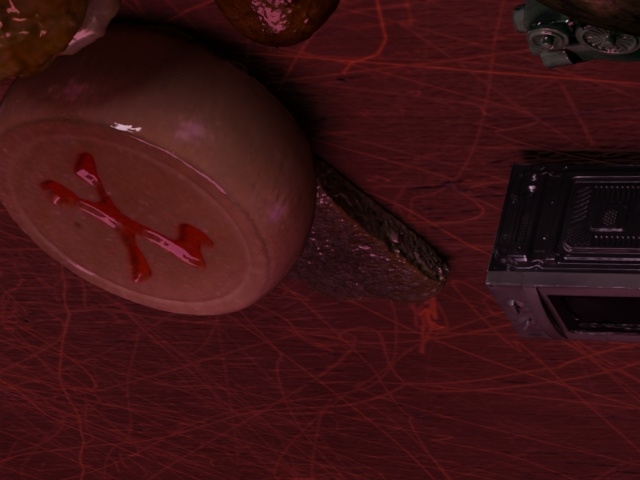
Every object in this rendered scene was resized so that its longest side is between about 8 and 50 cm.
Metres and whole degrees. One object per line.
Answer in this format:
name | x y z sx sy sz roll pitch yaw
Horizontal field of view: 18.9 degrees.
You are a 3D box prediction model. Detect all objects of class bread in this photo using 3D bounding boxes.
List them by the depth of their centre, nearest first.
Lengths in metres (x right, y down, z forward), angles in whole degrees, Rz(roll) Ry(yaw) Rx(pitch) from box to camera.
bread | 0.000 0.000 2.128 0.286 0.056 0.207 36 147 -32

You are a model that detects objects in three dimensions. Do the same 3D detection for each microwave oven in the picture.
microwave oven | 0.283 0.009 1.850 0.208 0.162 0.122 1 151 27

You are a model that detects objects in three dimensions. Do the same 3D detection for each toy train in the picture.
toy train | 0.251 -0.185 1.596 0.178 0.071 0.104 -4 158 34

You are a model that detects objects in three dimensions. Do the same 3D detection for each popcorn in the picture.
popcorn | -0.283 -0.234 1.668 0.221 0.204 0.184 13 158 41

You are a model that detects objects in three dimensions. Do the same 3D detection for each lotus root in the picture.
lotus root | -0.061 -0.243 1.637 0.108 0.094 0.191 -37 126 16

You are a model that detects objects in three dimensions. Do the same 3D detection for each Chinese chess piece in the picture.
Chinese chess piece | -0.168 -0.067 1.942 0.338 0.140 0.338 19 148 12

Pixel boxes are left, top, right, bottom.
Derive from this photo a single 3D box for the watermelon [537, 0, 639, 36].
watermelon | 0.212 -0.283 1.125 0.363 0.363 0.363 13 154 7
